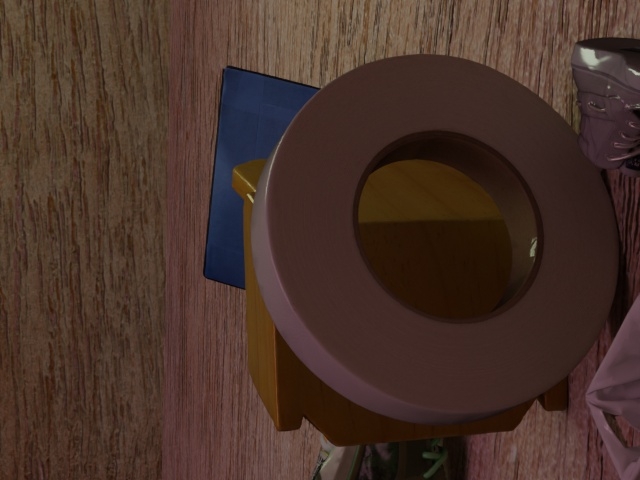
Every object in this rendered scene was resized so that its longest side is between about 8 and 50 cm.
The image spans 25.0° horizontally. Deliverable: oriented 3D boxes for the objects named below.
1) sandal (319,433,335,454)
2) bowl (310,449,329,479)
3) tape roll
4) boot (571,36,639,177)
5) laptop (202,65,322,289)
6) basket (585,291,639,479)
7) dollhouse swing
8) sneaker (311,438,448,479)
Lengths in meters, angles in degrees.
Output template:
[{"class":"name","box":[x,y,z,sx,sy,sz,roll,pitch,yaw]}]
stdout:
[{"class":"sandal","box":[0.091,0.302,2.114,0.265,0.102,0.076,27,117,60]},{"class":"bowl","box":[0.039,0.395,2.141,0.170,0.080,0.170,41,172,7]},{"class":"tape roll","box":[0.122,-0.005,1.491,0.072,0.392,0.392,131,134,-66]},{"class":"boot","box":[0.314,-0.120,1.381,0.258,0.095,0.123,-124,29,-73]},{"class":"laptop","box":[0.000,0.000,2.110,0.408,0.236,0.382,-118,30,-53]},{"class":"basket","box":[0.330,0.132,1.319,0.167,0.103,0.113,107,154,-45]},{"class":"dollhouse swing","box":[0.067,0.056,1.723,0.305,0.347,0.315,-173,80,-71]},{"class":"sneaker","box":[0.116,0.280,1.950,0.410,0.182,0.158,-64,-8,10]}]
